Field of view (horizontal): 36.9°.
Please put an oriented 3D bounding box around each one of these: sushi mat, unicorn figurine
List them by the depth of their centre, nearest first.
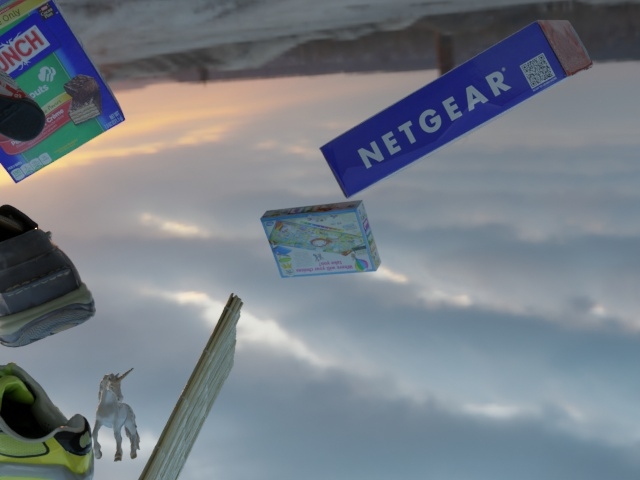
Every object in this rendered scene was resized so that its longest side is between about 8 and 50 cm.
[{"bbox_3d":[-0.156,0.220,1.081,0.019,0.151,0.316,18,-131,6],"label":"sushi mat"},{"bbox_3d":[-0.283,0.245,1.325,0.060,0.111,0.162,-2,163,-9],"label":"unicorn figurine"}]

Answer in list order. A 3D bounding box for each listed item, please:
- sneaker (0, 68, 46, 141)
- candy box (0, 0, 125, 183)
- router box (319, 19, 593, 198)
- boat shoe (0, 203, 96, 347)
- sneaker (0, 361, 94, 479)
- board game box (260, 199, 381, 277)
[{"bbox_3d":[-0.565,-0.247,1.484,0.270,0.090,0.145,28,-173,-41],"label":"sneaker"},{"bbox_3d":[-0.586,-0.318,1.916,0.268,0.317,0.122,-32,-144,-5],"label":"candy box"},{"bbox_3d":[0.199,-0.190,1.352,0.335,0.082,0.301,-28,-179,25],"label":"router box"},{"bbox_3d":[-0.360,0.022,1.098,0.132,0.130,0.355,-23,-163,-32],"label":"boat shoe"},{"bbox_3d":[-0.419,0.198,1.169,0.385,0.147,0.145,27,-161,17],"label":"sneaker"},{"bbox_3d":[0.000,0.000,1.373,0.154,0.103,0.026,-5,-152,26],"label":"board game box"}]
